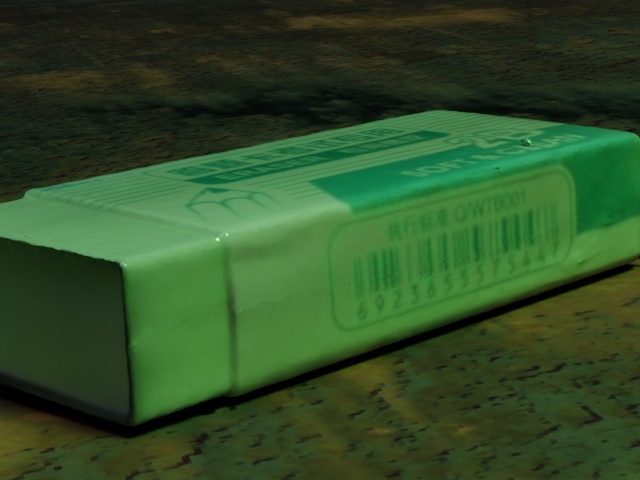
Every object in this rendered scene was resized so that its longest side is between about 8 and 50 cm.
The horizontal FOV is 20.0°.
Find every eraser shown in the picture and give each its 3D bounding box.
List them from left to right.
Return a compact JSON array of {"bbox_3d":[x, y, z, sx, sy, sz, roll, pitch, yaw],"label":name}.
[{"bbox_3d":[0.000,0.000,0.569,0.225,0.052,0.095,-15,19,-42],"label":"eraser"}]
